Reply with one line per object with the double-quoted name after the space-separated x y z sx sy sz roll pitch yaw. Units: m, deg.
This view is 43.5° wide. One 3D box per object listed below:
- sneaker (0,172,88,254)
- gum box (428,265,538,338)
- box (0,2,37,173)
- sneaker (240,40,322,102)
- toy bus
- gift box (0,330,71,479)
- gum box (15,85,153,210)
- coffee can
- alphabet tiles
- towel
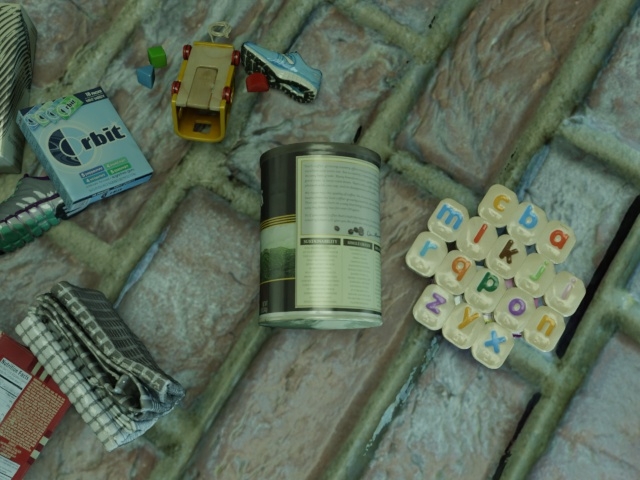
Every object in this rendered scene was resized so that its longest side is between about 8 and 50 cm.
-0.511 -0.054 1.364 0.223 0.083 0.098 -29 71 -18 "sneaker"
0.271 0.101 1.368 0.188 0.062 0.107 8 78 -1 "gum box"
-0.559 -0.261 1.378 0.094 0.113 0.275 2 80 -3 "box"
-0.070 -0.311 1.444 0.162 0.063 0.073 30 60 0 "sneaker"
-0.197 -0.263 1.396 0.202 0.104 0.191 -30 60 -27 "toy bus"
-0.565 0.233 1.169 0.258 0.255 0.276 21 63 27 "gift box"
-0.400 -0.159 1.366 0.157 0.041 0.184 -28 81 -36 "gum box"
0.000 0.000 1.304 0.201 0.201 0.276 0 79 -2 "coffee can"
0.290 0.057 1.334 0.284 0.021 0.278 32 78 5 "alphabet tiles"
-0.321 0.182 1.215 0.121 0.284 0.235 -39 84 -10 "towel"
